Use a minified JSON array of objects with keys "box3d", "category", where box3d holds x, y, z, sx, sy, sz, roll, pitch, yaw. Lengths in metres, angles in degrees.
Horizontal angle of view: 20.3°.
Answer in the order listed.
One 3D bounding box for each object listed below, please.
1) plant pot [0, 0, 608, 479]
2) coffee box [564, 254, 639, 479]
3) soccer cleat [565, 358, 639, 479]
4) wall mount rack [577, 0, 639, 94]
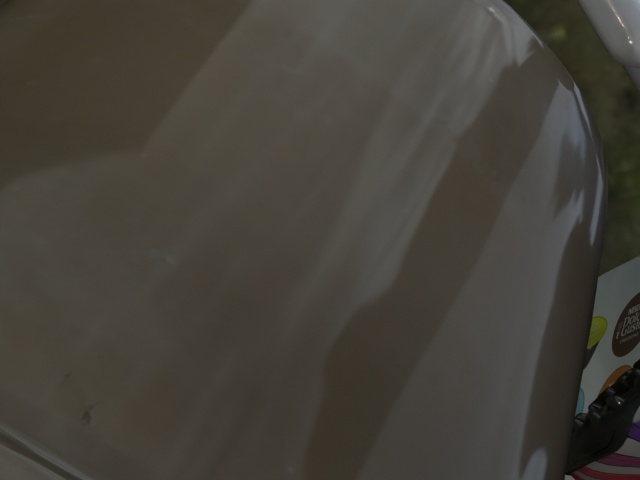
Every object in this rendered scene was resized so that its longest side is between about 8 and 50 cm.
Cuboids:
[{"box3d":[-0.054,0.053,0.541,0.323,0.323,0.280,52,55,-35],"category":"plant pot"},{"box3d":[0.341,0.201,1.184,0.338,0.337,0.334,25,65,-15],"category":"coffee box"},{"box3d":[0.208,0.080,0.785,0.108,0.318,0.116,-37,87,-28],"category":"soccer cleat"},{"box3d":[0.105,-0.196,0.686,0.350,0.130,0.304,25,75,-69],"category":"wall mount rack"}]
